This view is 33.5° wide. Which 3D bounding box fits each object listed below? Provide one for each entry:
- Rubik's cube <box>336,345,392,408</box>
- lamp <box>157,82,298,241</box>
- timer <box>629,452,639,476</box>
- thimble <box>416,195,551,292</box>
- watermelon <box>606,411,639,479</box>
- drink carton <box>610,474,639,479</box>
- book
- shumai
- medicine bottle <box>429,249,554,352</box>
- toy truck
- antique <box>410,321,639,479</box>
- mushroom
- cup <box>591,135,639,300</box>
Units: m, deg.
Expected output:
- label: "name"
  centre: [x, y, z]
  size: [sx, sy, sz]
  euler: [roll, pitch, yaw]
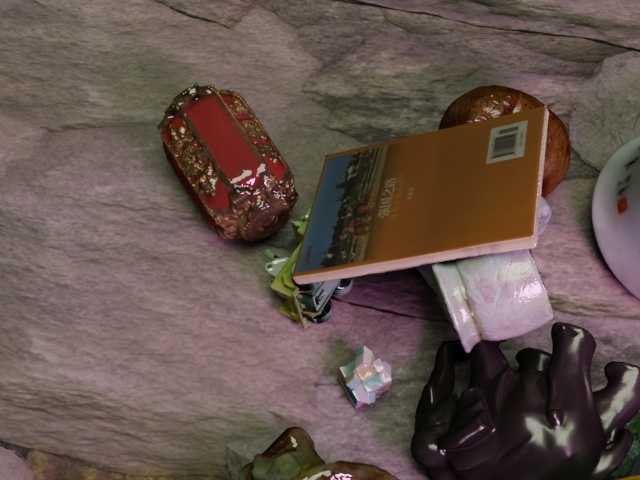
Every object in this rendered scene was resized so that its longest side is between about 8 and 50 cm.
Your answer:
- label: "Rubik's cube"
  centre: [0.071, 0.205, 1.616]
  size: [0.075, 0.073, 0.084]
  euler: [41, 69, 17]
- label: "lamp"
  centre: [-0.153, -0.126, 1.739]
  size: [0.177, 0.177, 0.274]
  euler: [-29, 66, -17]
- label: "timer"
  centre: [0.616, 0.374, 1.488]
  size: [0.394, 0.173, 0.395]
  euler: [1, 65, -3]
- label: "thimble"
  centre: [0.233, -0.017, 1.659]
  size: [0.237, 0.237, 0.150]
  euler: [-33, 68, -19]
- label: "watermelon"
  centre: [0.429, 0.313, 1.593]
  size: [0.155, 0.080, 0.101]
  euler: [-15, 98, -13]
- label: "drink carton"
  centre: [0.371, 0.392, 1.356]
  size: [0.154, 0.351, 0.111]
  euler: [30, 56, -19]
- label: "book"
  centre: [0.147, -0.066, 1.559]
  size: [0.373, 0.028, 0.263]
  euler: [-11, 46, 28]
- label: "shumai"
  centre: [0.017, 0.396, 1.493]
  size: [0.222, 0.203, 0.272]
  euler: [-30, 102, -15]
- label: "medicine bottle"
  centre: [0.238, 0.071, 1.496]
  size: [0.143, 0.147, 0.147]
  euler: [-22, 63, 7]
- label: "toy truck"
  centre: [0.004, -0.001, 1.703]
  size: [0.135, 0.128, 0.259]
  euler: [26, 63, 27]
- label: "antique"
  centre: [0.286, 0.252, 1.528]
  size: [0.322, 0.185, 0.255]
  euler: [10, 60, 32]
- label: "mushroom"
  centre: [0.309, -0.163, 1.793]
  size: [0.231, 0.138, 0.194]
  euler: [22, 63, 10]
- label: "cup"
  centre: [0.629, -0.053, 1.703]
  size: [0.347, 0.163, 0.347]
  euler: [3, 70, -8]
